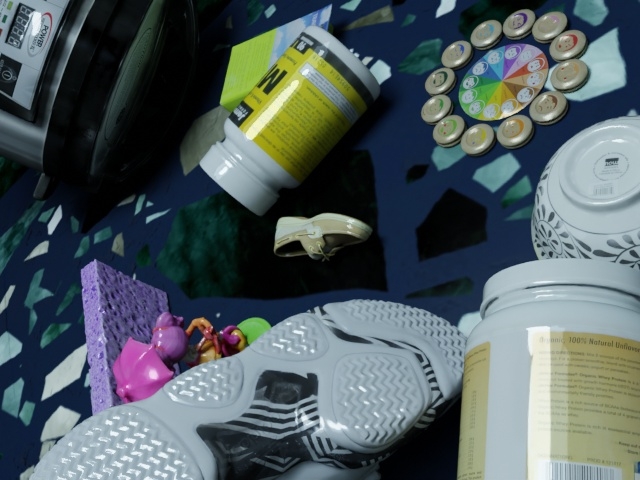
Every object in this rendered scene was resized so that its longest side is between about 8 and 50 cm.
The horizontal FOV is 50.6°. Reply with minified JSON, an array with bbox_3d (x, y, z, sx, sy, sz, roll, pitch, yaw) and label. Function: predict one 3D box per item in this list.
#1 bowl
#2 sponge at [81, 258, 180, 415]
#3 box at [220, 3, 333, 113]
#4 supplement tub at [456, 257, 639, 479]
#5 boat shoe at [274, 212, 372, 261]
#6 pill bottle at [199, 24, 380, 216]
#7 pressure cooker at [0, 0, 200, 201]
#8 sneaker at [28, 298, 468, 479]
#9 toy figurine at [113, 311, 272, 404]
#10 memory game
[{"bbox_3d":[0.240,-0.042,0.544,0.170,0.080,0.170,-21,51,28],"label":"bowl"},{"bbox_3d":[-0.214,0.123,0.775,0.031,0.117,0.210,-37,47,16],"label":"sponge"},{"bbox_3d":[-0.053,-0.246,0.936,0.178,0.042,0.109,-12,57,33],"label":"box"},{"bbox_3d":[0.165,0.127,0.448,0.144,0.144,0.200,-10,58,34],"label":"supplement tub"},{"bbox_3d":[0.000,0.000,0.735,0.135,0.050,0.045,-3,64,49],"label":"boat shoe"},{"bbox_3d":[-0.038,-0.137,0.800,0.208,0.119,0.119,-48,44,3],"label":"pill bottle"},{"bbox_3d":[-0.393,-0.292,0.986,0.370,0.420,0.376,-50,22,50],"label":"pressure cooker"},{"bbox_3d":[-0.038,0.191,0.571,0.365,0.210,0.137,-20,46,-22],"label":"sneaker"},{"bbox_3d":[-0.127,0.129,0.672,0.130,0.159,0.173,-11,56,33],"label":"toy figurine"},{"bbox_3d":[0.189,-0.170,0.714,0.186,0.012,0.186,-20,52,28],"label":"memory game"}]
